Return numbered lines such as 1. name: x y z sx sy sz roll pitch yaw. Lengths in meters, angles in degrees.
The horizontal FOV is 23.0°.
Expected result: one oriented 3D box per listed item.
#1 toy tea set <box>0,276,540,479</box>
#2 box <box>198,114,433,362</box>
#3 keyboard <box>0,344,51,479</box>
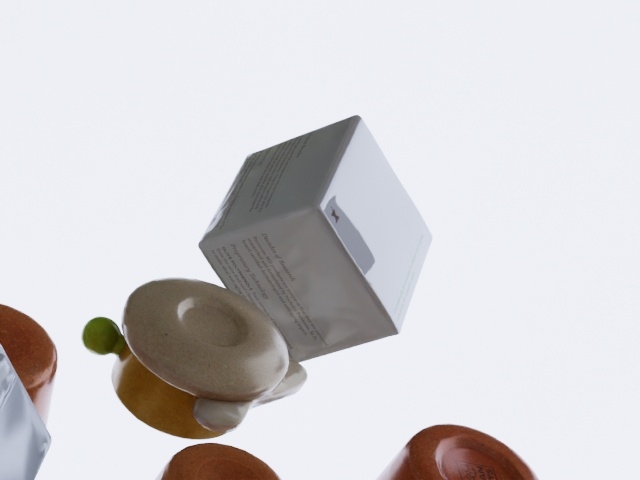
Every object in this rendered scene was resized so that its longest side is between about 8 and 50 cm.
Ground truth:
1. toy tea set: -0.045 0.132 0.744 0.336 0.200 0.124 30 -59 7
2. box: 0.000 0.000 0.941 0.087 0.101 0.102 -19 -62 30
3. keyboard: -0.151 0.154 0.537 0.014 0.072 0.256 10 -128 14
